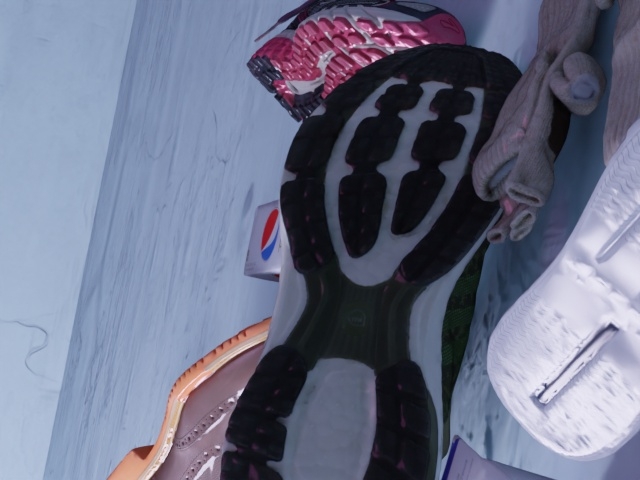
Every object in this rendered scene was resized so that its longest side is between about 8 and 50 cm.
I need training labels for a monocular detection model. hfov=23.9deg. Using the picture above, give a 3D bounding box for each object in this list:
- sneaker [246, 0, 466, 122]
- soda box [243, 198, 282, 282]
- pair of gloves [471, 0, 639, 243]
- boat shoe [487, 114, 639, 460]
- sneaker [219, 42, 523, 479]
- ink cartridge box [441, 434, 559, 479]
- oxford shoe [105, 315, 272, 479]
[{"bbox_3d":[0.034,-0.171,1.265,0.112,0.121,0.299,-49,21,-13],"label":"sneaker"},{"bbox_3d":[0.000,0.000,1.305,0.216,0.074,0.069,166,115,-71],"label":"soda box"},{"bbox_3d":[0.156,-0.113,0.871,0.240,0.042,0.204,-41,27,65],"label":"pair of gloves"},{"bbox_3d":[0.179,-0.014,0.647,0.119,0.121,0.335,-40,-4,-31],"label":"boat shoe"},{"bbox_3d":[0.043,0.054,1.028,0.182,0.158,0.410,72,-145,-62],"label":"sneaker"},{"bbox_3d":[0.127,0.227,0.753,0.333,0.065,0.165,-140,64,-70],"label":"ink cartridge box"},{"bbox_3d":[-0.079,0.197,1.407,0.133,0.130,0.363,55,132,23],"label":"oxford shoe"}]
